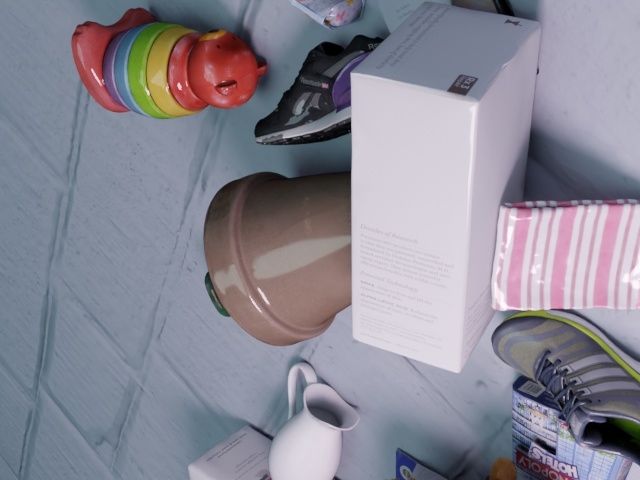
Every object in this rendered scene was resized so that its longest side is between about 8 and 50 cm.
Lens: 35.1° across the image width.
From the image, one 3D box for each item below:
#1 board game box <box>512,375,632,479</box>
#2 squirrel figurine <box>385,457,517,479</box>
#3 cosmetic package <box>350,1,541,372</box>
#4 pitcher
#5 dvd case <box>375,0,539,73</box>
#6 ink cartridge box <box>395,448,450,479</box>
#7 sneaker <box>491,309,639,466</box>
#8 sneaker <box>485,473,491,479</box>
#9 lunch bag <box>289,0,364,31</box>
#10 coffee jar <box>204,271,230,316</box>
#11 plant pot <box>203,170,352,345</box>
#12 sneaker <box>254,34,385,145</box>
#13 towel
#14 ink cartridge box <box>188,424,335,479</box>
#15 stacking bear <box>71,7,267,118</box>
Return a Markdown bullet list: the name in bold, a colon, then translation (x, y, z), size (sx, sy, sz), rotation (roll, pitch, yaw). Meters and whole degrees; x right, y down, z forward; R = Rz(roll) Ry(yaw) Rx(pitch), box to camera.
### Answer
- **board game box**: translation (0.340, 0.309, 1.389), size (0.194, 0.060, 0.194), rotation (19, 125, 40)
- **squirrel figurine**: translation (0.200, 0.485, 1.414), size (0.397, 0.281, 0.371), rotation (16, 128, 36)
- **cosmetic package**: translation (0.146, -0.062, 1.213), size (0.156, 0.217, 0.385), rotation (15, 127, 24)
- **pitcher**: translation (-0.027, 0.335, 1.782), size (0.178, 0.125, 0.207), rotation (56, 136, 40)
- **dvd case**: translation (0.151, -0.290, 1.260), size (0.180, 0.022, 0.253), rotation (-19, 97, 52)
- **ink cartridge box**: translation (0.197, 0.483, 1.666), size (0.224, 0.045, 0.223), rotation (23, 128, 38)
- **sneaker**: translation (0.334, 0.187, 1.269), size (0.300, 0.121, 0.111), rotation (28, 131, 34)
- **sneaker**: translation (0.279, 0.376, 1.517), size (0.083, 0.035, 0.031), rotation (19, 125, 41)
- **lunch bag**: translation (0.007, -0.316, 1.354), size (0.071, 0.083, 0.053), rotation (37, 136, 26)
- **coffee jar**: translation (-0.117, 0.070, 1.734), size (0.184, 0.079, 0.096), rotation (-20, 97, 51)
- **plant pot**: translation (0.000, 0.000, 1.457), size (0.229, 0.263, 0.263), rotation (-21, 97, 34)
- **sneaker**: translation (0.007, -0.211, 1.429), size (0.283, 0.107, 0.124), rotation (-11, 88, 48)
- **towel**: translation (0.301, 0.020, 1.185), size (0.197, 0.029, 0.144), rotation (-1, 119, 1)
- **ink cartridge box**: translation (-0.052, 0.566, 1.901), size (0.384, 0.160, 0.279), rotation (23, 129, 38)
- **stacking bear**: translation (-0.221, -0.270, 1.587), size (0.289, 0.175, 0.164), rotation (10, 118, 36)
